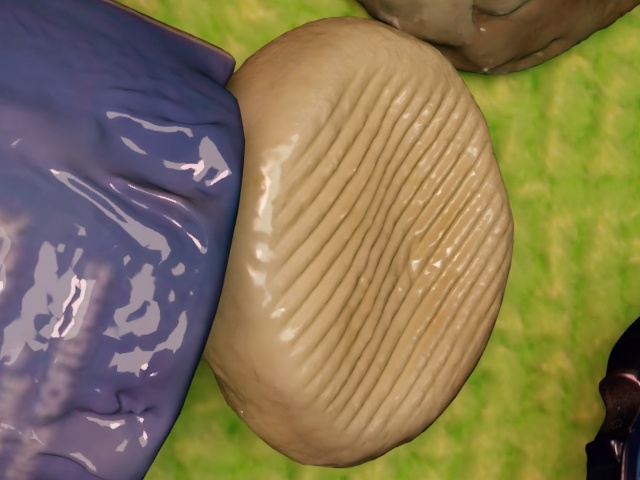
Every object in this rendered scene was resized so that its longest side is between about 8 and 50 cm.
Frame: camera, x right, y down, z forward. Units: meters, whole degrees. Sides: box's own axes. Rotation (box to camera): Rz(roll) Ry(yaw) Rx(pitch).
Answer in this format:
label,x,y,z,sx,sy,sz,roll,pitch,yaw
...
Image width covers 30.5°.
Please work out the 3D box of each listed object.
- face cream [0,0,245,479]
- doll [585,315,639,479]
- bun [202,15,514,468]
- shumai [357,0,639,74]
label,x,y,z,sx,sy,sz,roll,pitch,yaw
face cream,-0.170,-0.003,0.470,0.225,0.249,0.249,18,85,-20
doll,0.284,0.150,0.651,0.310,0.240,0.284,-17,82,-24
bun,0.000,0.000,0.595,0.222,0.127,0.222,-10,105,-42
shumai,0.116,-0.247,0.564,0.309,0.263,0.304,-8,91,-19
